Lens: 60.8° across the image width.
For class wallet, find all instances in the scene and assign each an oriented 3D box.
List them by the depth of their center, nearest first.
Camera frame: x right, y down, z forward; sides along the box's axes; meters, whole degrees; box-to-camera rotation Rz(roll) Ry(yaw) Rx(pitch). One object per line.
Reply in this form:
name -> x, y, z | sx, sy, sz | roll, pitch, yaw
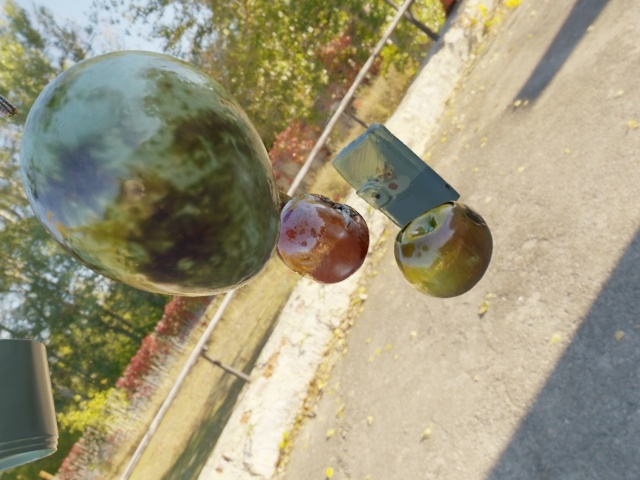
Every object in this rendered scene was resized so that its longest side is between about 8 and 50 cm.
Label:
wallet -> 0.219, -0.183, 1.674 | 0.252, 0.360, 0.083 | -34, 26, 45

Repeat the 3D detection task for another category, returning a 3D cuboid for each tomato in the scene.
tomato -> -0.004, -0.001, 1.248 | 0.232, 0.232, 0.188 | -102, 34, -73

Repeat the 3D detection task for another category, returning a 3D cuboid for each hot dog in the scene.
hot dog -> -0.998, -0.429, 1.709 | 0.049, 0.122, 0.037 | -49, -9, -31

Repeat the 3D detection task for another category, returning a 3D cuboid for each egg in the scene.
egg -> -0.169, -0.060, 0.588 | 0.238, 0.289, 0.238 | -32, 27, 18

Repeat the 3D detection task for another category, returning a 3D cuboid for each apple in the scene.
apple -> 0.288, 0.019, 1.294 | 0.237, 0.207, 0.237 | -31, 36, 26

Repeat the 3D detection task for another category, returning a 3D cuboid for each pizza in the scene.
pizza -> -0.168, -0.086, 1.942 | 0.062, 0.188, 0.198 | 8, 87, 51

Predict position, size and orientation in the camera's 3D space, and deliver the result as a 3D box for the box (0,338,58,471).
box -> -0.486, 0.239, 0.736 | 0.226, 0.226, 0.149 | -41, 61, 51
